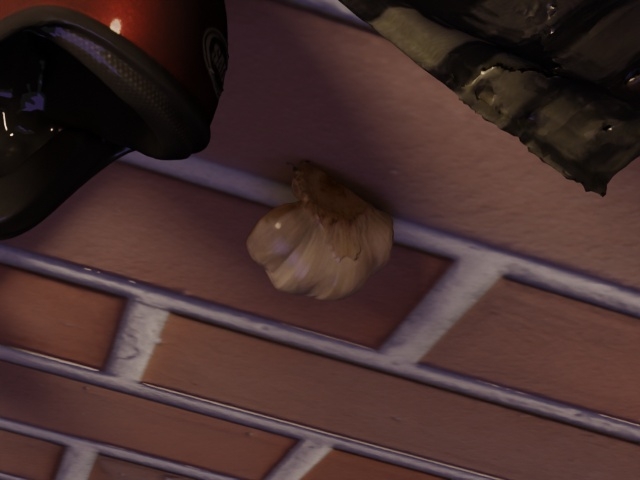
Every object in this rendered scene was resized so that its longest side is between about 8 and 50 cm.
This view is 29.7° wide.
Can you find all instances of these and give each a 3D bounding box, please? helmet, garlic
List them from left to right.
[{"bbox_3d":[-0.148,-0.103,0.568,0.216,0.193,0.189,15,166,7],"label":"helmet"},{"bbox_3d":[-0.001,0.005,0.833,0.113,0.074,0.094,9,145,-29],"label":"garlic"}]

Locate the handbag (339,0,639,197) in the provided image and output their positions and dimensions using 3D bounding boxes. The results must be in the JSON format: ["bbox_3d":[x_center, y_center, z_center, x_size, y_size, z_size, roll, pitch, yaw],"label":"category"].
[{"bbox_3d":[0.154,-0.151,0.429,0.325,0.162,0.327,-7,154,36],"label":"handbag"}]
